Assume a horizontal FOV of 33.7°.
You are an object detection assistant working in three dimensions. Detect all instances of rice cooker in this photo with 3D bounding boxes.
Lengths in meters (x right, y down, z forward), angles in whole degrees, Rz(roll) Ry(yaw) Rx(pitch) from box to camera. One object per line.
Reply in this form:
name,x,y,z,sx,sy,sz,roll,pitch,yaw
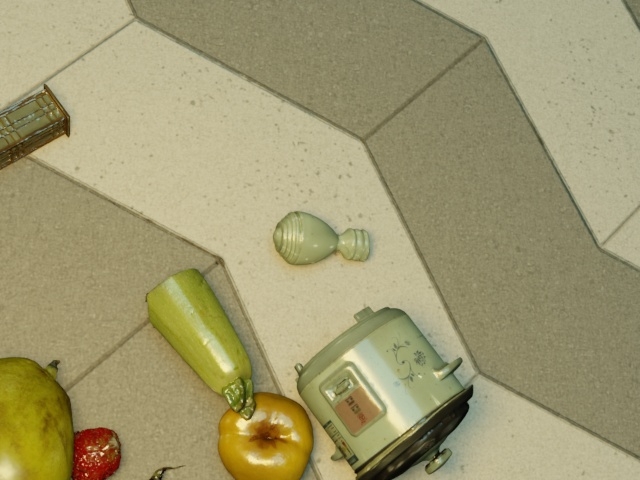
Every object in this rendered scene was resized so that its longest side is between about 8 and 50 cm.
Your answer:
rice cooker,0.118,0.284,1.873,0.316,0.264,0.317,1,92,21

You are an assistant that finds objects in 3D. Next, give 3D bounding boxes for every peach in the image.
peach,-0.098,0.356,1.877,0.179,0.103,0.179,4,65,-9

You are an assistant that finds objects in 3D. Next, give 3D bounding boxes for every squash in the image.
squash,-0.192,0.199,1.896,0.137,0.137,0.287,-32,76,-22

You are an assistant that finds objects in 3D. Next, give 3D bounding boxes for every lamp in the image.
lamp,-0.623,-0.167,1.961,0.325,0.089,0.090,-33,81,-21
lamp,0.000,0.000,2.041,0.193,0.106,0.106,5,68,-22

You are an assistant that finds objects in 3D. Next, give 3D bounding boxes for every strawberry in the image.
strawberry,-0.385,0.367,1.808,0.106,0.106,0.106,4,69,-11

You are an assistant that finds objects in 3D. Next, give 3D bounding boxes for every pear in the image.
pear,-0.526,0.335,1.705,0.287,0.287,0.375,30,52,-1

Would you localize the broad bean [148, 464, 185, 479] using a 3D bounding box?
broad bean,-0.255,0.540,1.793,0.098,0.056,0.318,3,68,-27
